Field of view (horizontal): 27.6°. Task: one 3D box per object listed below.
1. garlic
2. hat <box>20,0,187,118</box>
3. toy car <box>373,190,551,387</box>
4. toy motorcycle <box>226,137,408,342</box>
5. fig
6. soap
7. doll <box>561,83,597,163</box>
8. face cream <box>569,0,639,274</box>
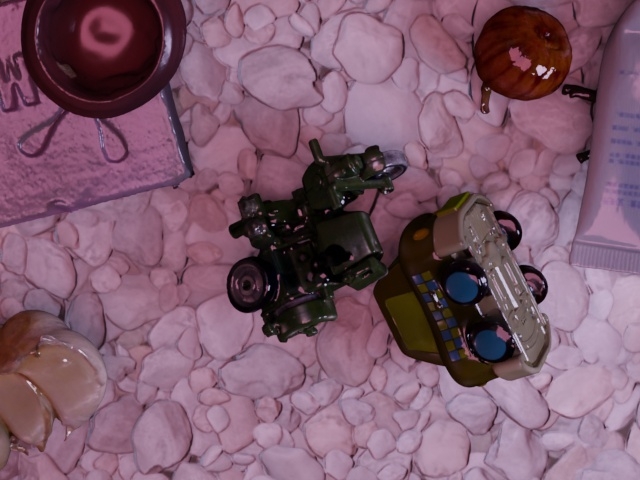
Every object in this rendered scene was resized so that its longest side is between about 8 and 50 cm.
[{"bbox_3d":[-0.430,0.207,1.741,0.281,0.185,0.203,-34,129,-12],"label":"garlic"},{"bbox_3d":[-0.258,-0.249,1.563,0.206,0.089,0.205,1,103,3],"label":"hat"},{"bbox_3d":[0.173,0.079,1.713,0.198,0.204,0.247,-22,102,29],"label":"toy car"},{"bbox_3d":[0.000,0.000,1.669,0.275,0.127,0.205,-28,72,23],"label":"toy motorcycle"},{"bbox_3d":[0.259,-0.231,1.663,0.128,0.150,0.128,-2,69,5],"label":"fig"},{"bbox_3d":[-0.338,-0.178,1.676,0.296,0.107,0.285,-16,104,3],"label":"soap"},{"bbox_3d":[0.410,-0.154,1.704,0.165,0.057,0.139,-15,101,-5],"label":"doll"},{"bbox_3d":[0.451,-0.161,1.607,0.235,0.137,0.420,7,83,12],"label":"face cream"}]
